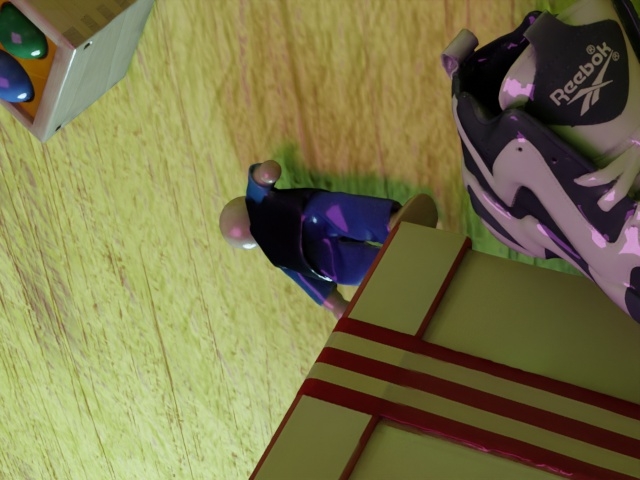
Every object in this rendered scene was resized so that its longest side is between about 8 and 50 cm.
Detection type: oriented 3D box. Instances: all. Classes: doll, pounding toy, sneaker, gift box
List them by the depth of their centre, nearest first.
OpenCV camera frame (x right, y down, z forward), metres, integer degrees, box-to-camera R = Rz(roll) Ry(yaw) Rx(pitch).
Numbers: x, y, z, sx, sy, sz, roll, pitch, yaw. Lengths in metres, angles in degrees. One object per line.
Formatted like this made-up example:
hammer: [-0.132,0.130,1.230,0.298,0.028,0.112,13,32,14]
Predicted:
sneaker: [0.146,-0.038,0.685,0.235,0.094,0.153,34,166,42]
gift box: [0.090,0.180,0.846,0.258,0.255,0.276,16,135,20]
doll: [0.000,0.000,0.980,0.189,0.046,0.129,9,133,45]
pounding toy: [-0.223,-0.156,1.016,0.181,0.094,0.206,43,149,3]
